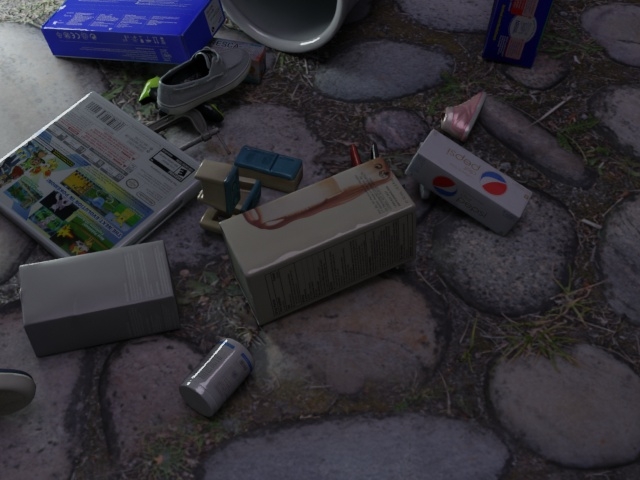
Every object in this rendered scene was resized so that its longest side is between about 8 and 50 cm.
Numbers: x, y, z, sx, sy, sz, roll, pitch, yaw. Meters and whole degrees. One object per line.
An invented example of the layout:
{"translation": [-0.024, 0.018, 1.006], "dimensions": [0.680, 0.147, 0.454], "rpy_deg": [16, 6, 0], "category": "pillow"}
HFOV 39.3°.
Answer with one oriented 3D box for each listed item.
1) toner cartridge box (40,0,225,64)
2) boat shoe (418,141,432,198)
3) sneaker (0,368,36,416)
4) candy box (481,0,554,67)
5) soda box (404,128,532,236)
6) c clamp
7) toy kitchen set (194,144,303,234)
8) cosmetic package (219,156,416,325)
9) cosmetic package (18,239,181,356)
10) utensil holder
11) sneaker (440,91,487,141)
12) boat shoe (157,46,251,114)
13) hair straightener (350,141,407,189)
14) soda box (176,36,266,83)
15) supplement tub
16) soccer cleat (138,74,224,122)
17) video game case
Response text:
{"translation": [-0.388, -0.449, 1.856], "dimensions": [0.347, 0.075, 0.165], "rpy_deg": [9, 48, 23], "category": "toner cartridge box"}
{"translation": [0.206, -0.134, 1.682], "dimensions": [0.040, 0.049, 0.142], "rpy_deg": [4, 48, 0], "category": "boat shoe"}
{"translation": [-0.594, 0.179, 1.339], "dimensions": [0.350, 0.131, 0.148], "rpy_deg": [2, 55, 0], "category": "sneaker"}
{"translation": [0.448, -0.575, 1.913], "dimensions": [0.122, 0.268, 0.317], "rpy_deg": [14, 51, 5], "category": "candy box"}
{"translation": [0.266, -0.103, 1.609], "dimensions": [0.216, 0.069, 0.074], "rpy_deg": [33, 55, 3], "category": "soda box"}
{"translation": [-0.269, -0.191, 1.707], "dimensions": [0.160, 0.022, 0.137], "rpy_deg": [-24, 66, -4], "category": "c clamp"}
{"translation": [-0.120, -0.116, 1.578], "dimensions": [0.122, 0.166, 0.207], "rpy_deg": [15, 52, 11], "category": "toy kitchen set"}
{"translation": [0.000, 0.000, 1.477], "dimensions": [0.296, 0.153, 0.129], "rpy_deg": [-22, 54, -13], "category": "cosmetic package"}
{"translation": [-0.354, 0.092, 1.442], "dimensions": [0.238, 0.107, 0.127], "rpy_deg": [-11, 52, -7], "category": "cosmetic package"}
{"translation": [-0.011, -0.643, 1.927], "dimensions": [0.327, 0.328, 0.385], "rpy_deg": [22, 50, 16], "category": "utensil holder"}
{"translation": [0.282, -0.258, 1.784], "dimensions": [0.070, 0.051, 0.134], "rpy_deg": [24, 58, 11], "category": "sneaker"}
{"translation": [-0.220, -0.326, 1.731], "dimensions": [0.079, 0.081, 0.227], "rpy_deg": [37, 57, 23], "category": "boat shoe"}
{"translation": [0.119, -0.092, 1.643], "dimensions": [0.089, 0.047, 0.230], "rpy_deg": [-8, 51, -8], "category": "hair straightener"}
{"translation": [-0.206, -0.378, 1.861], "dimensions": [0.183, 0.063, 0.058], "rpy_deg": [11, 48, 7], "category": "soda box"}
{"translation": [-0.157, 0.208, 1.370], "dimensions": [0.071, 0.071, 0.107], "rpy_deg": [29, 55, 21], "category": "supplement tub"}
{"translation": [-0.275, -0.262, 1.774], "dimensions": [0.179, 0.060, 0.072], "rpy_deg": [25, 78, 13], "category": "soccer cleat"}
{"translation": [-0.415, -0.107, 1.630], "dimensions": [0.329, 0.036, 0.300], "rpy_deg": [34, 63, 23], "category": "video game case"}
